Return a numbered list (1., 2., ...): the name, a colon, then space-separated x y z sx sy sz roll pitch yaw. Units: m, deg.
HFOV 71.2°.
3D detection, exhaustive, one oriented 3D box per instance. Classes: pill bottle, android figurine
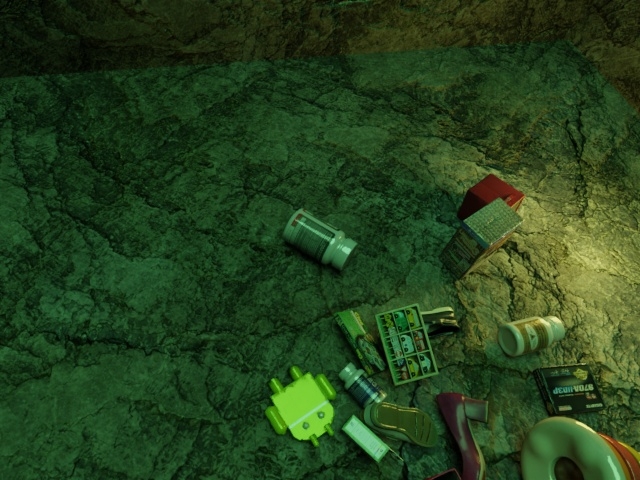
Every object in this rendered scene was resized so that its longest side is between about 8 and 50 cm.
1. pill bottle: 0.145 0.519 1.588 0.094 0.094 0.169 -38 70 -28
2. pill bottle: 0.838 0.373 1.774 0.230 0.131 0.131 -10 59 -15
3. android figurine: -0.061 0.573 1.546 0.248 0.056 0.272 -25 63 -23
4. pill bottle: 0.000 0.000 1.866 0.283 0.161 0.161 31 58 11

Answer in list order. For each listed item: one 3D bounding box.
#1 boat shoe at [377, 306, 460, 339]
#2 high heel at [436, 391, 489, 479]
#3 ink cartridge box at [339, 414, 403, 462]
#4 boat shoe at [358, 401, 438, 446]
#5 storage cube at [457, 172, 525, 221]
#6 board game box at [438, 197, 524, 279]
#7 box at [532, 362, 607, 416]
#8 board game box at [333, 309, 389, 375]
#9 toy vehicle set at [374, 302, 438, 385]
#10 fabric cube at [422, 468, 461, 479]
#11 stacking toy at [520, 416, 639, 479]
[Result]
1. boat shoe: 0.389 0.351 1.720 0.340 0.127 0.113 -6 46 -24
2. high heel: 0.469 0.719 1.530 0.182 0.127 0.377 1 56 27
3. ink cartridge box: 0.164 0.674 1.477 0.209 0.109 0.062 38 70 15
4. boat shoe: 0.266 0.620 1.517 0.302 0.103 0.113 32 54 -22
5. storage cube: 0.782 -0.157 2.070 0.184 0.214 0.193 -34 61 -26
6. board game box: 0.673 -0.003 1.898 0.232 0.291 0.141 -29 66 -25
7. box: 0.950 0.569 1.711 0.221 0.051 0.175 -1 57 -10
8. board game box: 0.157 0.378 1.680 0.136 0.030 0.259 4 47 -50
9. toy vehicle set: 0.312 0.379 1.640 0.166 0.035 0.266 -16 87 -1
10. fabric cube: 0.303 0.853 1.299 0.259 0.258 0.254 -15 61 -18
11. stacking toy: 0.953 0.771 1.484 0.481 0.350 0.350 10 54 -26
